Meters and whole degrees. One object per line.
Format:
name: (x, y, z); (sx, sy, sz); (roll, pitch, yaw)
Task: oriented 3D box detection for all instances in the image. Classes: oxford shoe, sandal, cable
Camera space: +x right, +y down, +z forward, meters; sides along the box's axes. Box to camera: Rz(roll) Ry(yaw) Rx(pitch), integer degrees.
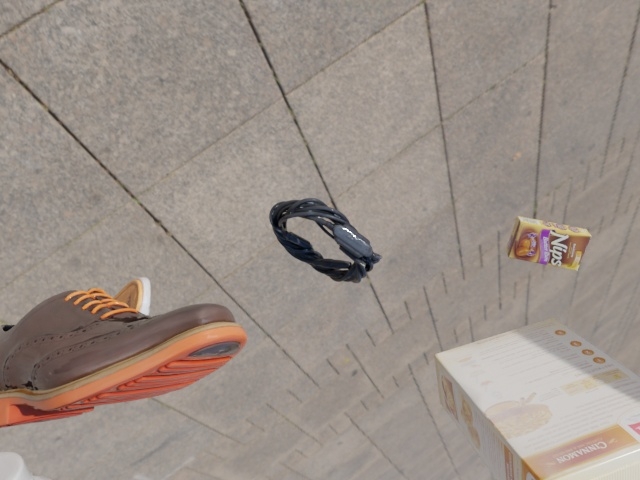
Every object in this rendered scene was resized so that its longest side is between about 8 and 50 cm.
oxford shoe: (-0.174, 0.077, 0.389); (0.271, 0.098, 0.097); (-19, 162, 25)
sandal: (-0.309, 0.122, 0.674); (0.076, 0.102, 0.265); (20, 130, -35)
cable: (0.000, 0.000, 0.806); (0.047, 0.184, 0.150); (-63, -169, -27)

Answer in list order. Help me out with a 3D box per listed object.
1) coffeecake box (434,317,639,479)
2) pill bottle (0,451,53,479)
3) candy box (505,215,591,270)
coffeecake box: (0.210, 0.157, 0.468); (0.142, 0.185, 0.068); (-15, 110, -8)
pill bottle: (-0.290, 0.317, 0.494); (0.117, 0.117, 0.215); (-20, 111, -23)
candy box: (0.613, 0.007, 1.387); (0.187, 0.053, 0.109); (11, 116, 4)
